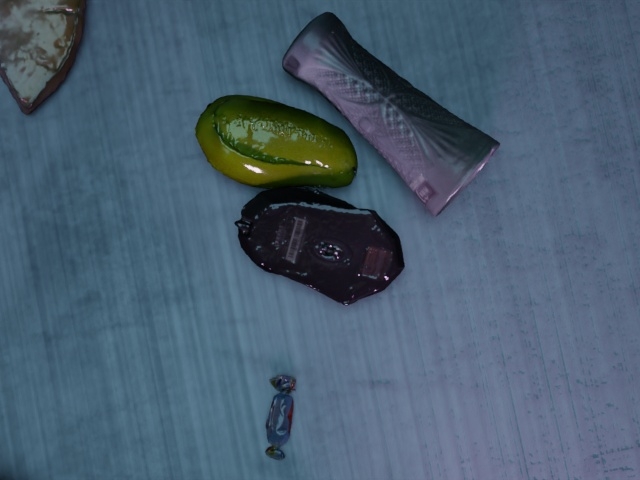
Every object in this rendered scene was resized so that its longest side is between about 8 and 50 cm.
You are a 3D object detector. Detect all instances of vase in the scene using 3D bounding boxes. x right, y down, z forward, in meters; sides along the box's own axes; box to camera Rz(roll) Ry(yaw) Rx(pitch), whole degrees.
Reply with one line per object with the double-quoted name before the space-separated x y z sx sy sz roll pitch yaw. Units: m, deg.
"vase" 0.064 -0.130 1.307 0.219 0.096 0.096 42 86 6

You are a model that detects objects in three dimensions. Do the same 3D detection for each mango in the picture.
"mango" -0.043 -0.092 1.311 0.165 0.074 0.091 19 84 -6

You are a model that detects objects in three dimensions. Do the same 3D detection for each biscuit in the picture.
"biscuit" -0.313 -0.284 1.341 0.141 0.038 0.290 -30 86 -4

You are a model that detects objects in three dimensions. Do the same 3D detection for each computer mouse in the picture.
"computer mouse" 0.000 0.000 1.305 0.172 0.057 0.099 16 104 -3

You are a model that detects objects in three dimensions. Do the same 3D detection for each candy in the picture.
"candy" -0.042 0.174 1.310 0.030 0.020 0.083 10 86 1
